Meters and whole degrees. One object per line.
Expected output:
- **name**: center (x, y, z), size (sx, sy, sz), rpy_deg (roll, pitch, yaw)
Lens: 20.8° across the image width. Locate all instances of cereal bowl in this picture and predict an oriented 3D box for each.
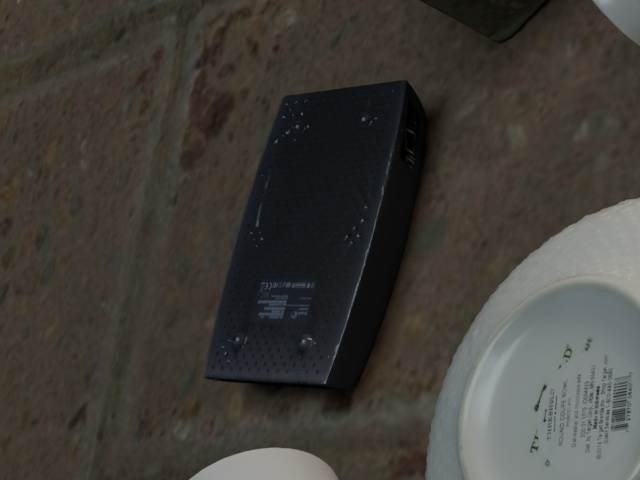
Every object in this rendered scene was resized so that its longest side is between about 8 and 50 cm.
- **cereal bowl**: center (0.186, 0.119, 1.056), size (0.339, 0.141, 0.339), rpy_deg (-28, 48, 38)

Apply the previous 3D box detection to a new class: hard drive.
- **hard drive**: center (0.000, 0.000, 1.413), size (0.172, 0.054, 0.254), rpy_deg (-2, 67, 49)

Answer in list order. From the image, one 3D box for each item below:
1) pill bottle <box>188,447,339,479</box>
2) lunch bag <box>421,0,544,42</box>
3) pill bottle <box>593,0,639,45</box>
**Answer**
- **pill bottle**: center (-0.013, 0.289, 1.170), size (0.161, 0.161, 0.283), rpy_deg (-46, 40, 21)
- **lunch bag**: center (0.084, -0.335, 1.362), size (0.169, 0.235, 0.287), rpy_deg (-41, 43, 35)
- **pill bottle**: center (0.269, -0.218, 1.178), size (0.186, 0.112, 0.112), rpy_deg (-46, 41, 22)
